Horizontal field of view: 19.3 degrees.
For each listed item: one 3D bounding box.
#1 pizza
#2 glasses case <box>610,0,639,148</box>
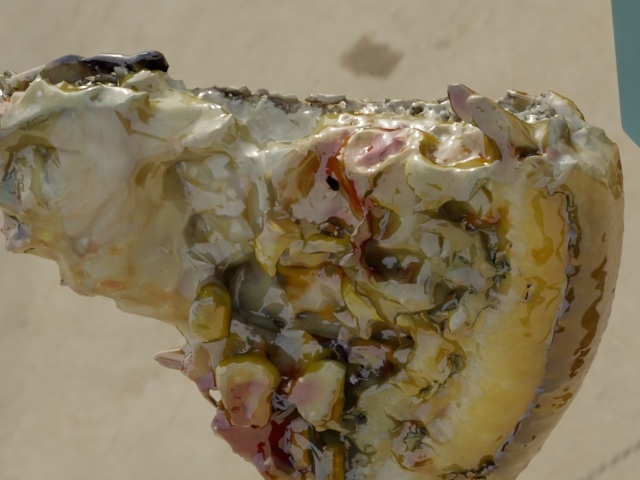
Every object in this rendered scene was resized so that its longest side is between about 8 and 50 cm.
[{"bbox_3d":[0.000,0.000,0.748,0.251,0.287,0.074,-36,19,42],"label":"pizza"},{"bbox_3d":[0.203,-0.173,0.928,0.117,0.301,0.070,-24,42,-10],"label":"glasses case"}]
